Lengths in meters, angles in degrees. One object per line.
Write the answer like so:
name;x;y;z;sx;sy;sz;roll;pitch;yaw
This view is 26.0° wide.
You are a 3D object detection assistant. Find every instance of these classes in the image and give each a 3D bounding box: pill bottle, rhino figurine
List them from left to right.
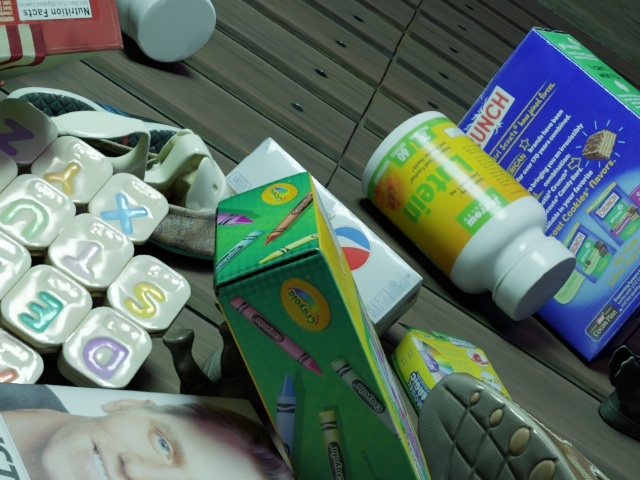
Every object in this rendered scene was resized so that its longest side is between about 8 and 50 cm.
pill bottle;-0.209;-0.313;1.671;0.119;0.119;0.208;12;32;-40
rhino figurine;-0.049;0.096;1.165;0.243;0.073;0.106;-31;113;-65
pill bottle;0.175;-0.025;1.608;0.245;0.136;0.136;46;27;23

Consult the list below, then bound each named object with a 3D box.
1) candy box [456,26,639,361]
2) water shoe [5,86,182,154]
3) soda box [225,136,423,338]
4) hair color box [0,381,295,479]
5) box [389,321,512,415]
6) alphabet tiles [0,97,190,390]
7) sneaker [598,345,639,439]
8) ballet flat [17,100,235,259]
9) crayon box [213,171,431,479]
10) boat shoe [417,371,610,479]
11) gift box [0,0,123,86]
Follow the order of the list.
candy box;0.311;-0.059;1.684;0.317;0.268;0.122;45;23;21
water shoe;-0.224;-0.100;1.353;0.203;0.073;0.080;16;4;-34
soda box;0.000;0.000;1.385;0.216;0.069;0.074;44;-15;14
hair color box;-0.163;0.180;0.851;0.347;0.105;0.174;11;34;-43
box;0.137;0.155;1.350;0.105;0.043;0.179;17;32;-33
alphabet tiles;-0.243;0.000;1.072;0.284;0.021;0.278;35;44;-1
sneaker;0.380;0.182;1.547;0.170;0.089;0.051;24;26;-21
ballet flat;-0.164;-0.057;1.277;0.316;0.106;0.107;12;32;-41
crayon box;0.009;0.107;1.026;0.165;0.081;0.278;-99;168;-69
boat shoe;0.212;0.247;1.203;0.324;0.123;0.116;50;21;15
gift box;-0.335;-0.251;1.124;0.255;0.258;0.276;-7;90;-48
